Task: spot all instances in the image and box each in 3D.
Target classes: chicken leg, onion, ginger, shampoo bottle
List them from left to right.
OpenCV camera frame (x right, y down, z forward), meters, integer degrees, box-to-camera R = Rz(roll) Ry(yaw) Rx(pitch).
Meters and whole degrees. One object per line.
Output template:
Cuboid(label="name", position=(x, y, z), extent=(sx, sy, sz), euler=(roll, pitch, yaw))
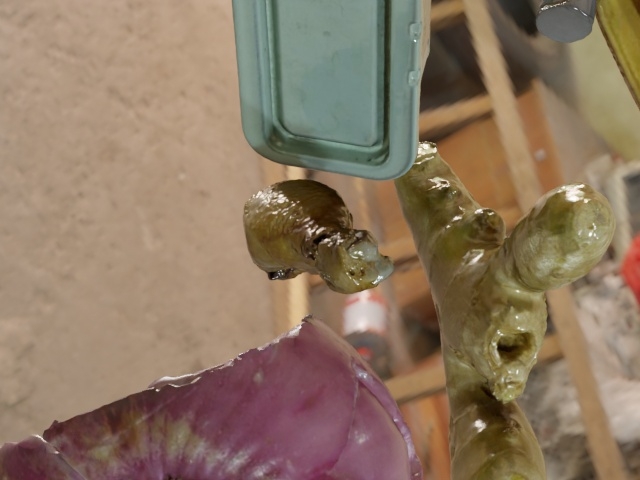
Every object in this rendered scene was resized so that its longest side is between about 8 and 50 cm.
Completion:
Cuboid(label="onion", position=(-0.051, 0.146, 0.701), extent=(0.207, 0.200, 0.200), euler=(-16, 74, -19))
Cuboid(label="chicken leg", position=(-0.002, -0.002, 1.291), extent=(0.087, 0.107, 0.251), euler=(59, -10, -18))
Cuboid(label="ginger", position=(0.162, 0.085, 1.433), extent=(0.348, 0.122, 0.363), euler=(-132, -138, -67))
Cuboid(label="shampoo bottle", position=(0.149, -0.185, 0.829), extent=(0.040, 0.080, 0.165), euler=(20, 59, -12))

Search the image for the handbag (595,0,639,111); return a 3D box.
Cuboid(label="handbag", position=(0.386, -0.164, 0.968), extent=(0.401, 0.133, 0.283), euler=(-38, 101, -18))

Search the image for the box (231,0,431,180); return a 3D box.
Cuboid(label="box", position=(0.026, -0.236, 1.377), extent=(0.182, 0.175, 0.311), euler=(-68, 163, -44))
